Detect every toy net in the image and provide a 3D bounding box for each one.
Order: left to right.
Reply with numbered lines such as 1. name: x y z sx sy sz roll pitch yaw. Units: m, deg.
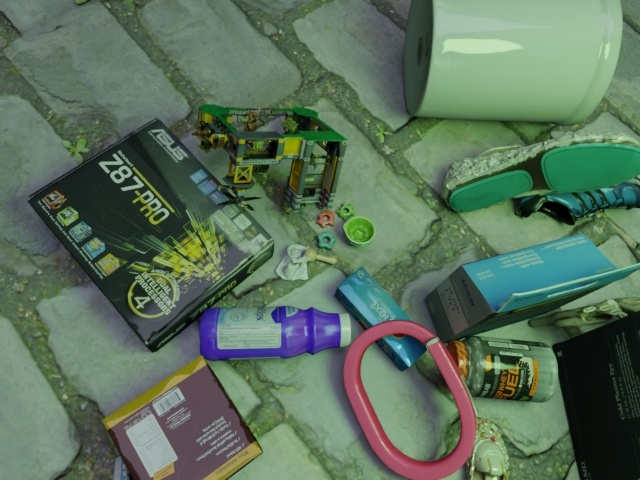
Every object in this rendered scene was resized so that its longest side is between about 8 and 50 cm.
1. toy net: 0.000 0.000 1.114 0.232 0.045 0.122 -28 73 -15

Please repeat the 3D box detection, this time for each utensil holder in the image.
1. utensil holder: 0.408 -0.435 1.190 0.385 0.328 0.328 1 67 -2

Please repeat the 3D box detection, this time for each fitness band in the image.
1. fitness band: 0.162 0.289 0.952 0.208 0.054 0.291 -29 78 13

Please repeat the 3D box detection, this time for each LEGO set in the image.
1. LEGO set: -0.110 -0.162 1.108 0.331 0.192 0.255 -13 38 -38

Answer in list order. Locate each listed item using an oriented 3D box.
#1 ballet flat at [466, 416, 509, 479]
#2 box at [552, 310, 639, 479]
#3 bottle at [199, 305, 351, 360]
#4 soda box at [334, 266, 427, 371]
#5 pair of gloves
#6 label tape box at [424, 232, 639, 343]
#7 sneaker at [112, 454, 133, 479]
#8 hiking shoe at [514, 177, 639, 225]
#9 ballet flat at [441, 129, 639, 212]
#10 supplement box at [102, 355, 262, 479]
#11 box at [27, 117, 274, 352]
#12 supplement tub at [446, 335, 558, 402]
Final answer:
1. ballet flat: 0.308 0.446 0.940 0.091 0.077 0.241 8 66 -1
2. box: 0.592 0.314 0.895 0.178 0.312 0.344 0 68 -6
3. bottle: -0.085 0.175 0.993 0.282 0.118 0.092 0 101 -5
4. soda box: 0.123 0.158 1.047 0.071 0.067 0.210 -38 75 -18
5. pair of gloves: 0.570 0.137 1.025 0.239 0.204 0.042 -6 81 -8
6. label tape box: 0.367 0.079 0.951 0.249 0.348 0.115 -13 69 -11
7. sneaker: -0.352 0.467 0.875 0.082 0.071 0.191 -8 68 -3
8. hiking shoe: 0.599 -0.089 1.185 0.303 0.113 0.132 8 74 9
9. ballet flat: 0.458 -0.170 1.109 0.408 0.147 0.147 -11 65 24
10. supplement box: -0.231 0.344 0.903 0.191 0.129 0.194 -32 74 -17
11. box: -0.339 -0.023 1.064 0.318 0.097 0.395 -39 77 -22
12. supplement tub: 0.345 0.248 1.005 0.190 0.117 0.117 5 67 -3
